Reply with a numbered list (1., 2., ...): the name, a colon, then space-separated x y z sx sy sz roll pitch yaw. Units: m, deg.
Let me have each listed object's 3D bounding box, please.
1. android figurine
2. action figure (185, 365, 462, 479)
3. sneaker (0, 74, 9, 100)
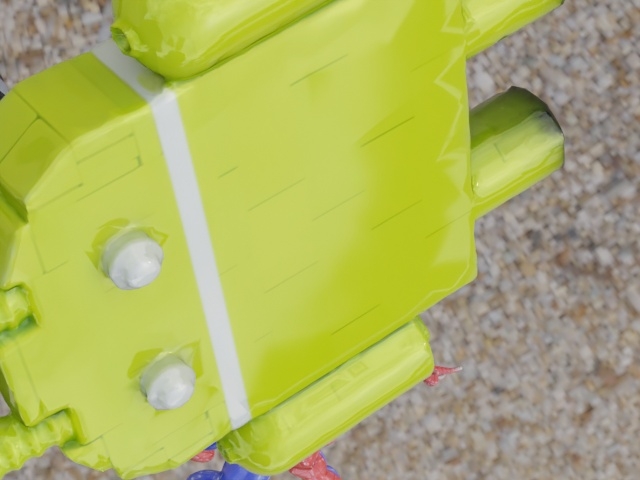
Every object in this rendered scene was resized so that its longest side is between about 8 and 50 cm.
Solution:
1. android figurine: -0.020 -0.011 0.523 0.273 0.056 0.248 -31 138 -24
2. action figure: -0.007 0.143 0.985 0.139 0.091 0.280 14 153 -22
3. sneaker: -0.254 -0.048 0.701 0.224 0.083 0.098 10 147 11
